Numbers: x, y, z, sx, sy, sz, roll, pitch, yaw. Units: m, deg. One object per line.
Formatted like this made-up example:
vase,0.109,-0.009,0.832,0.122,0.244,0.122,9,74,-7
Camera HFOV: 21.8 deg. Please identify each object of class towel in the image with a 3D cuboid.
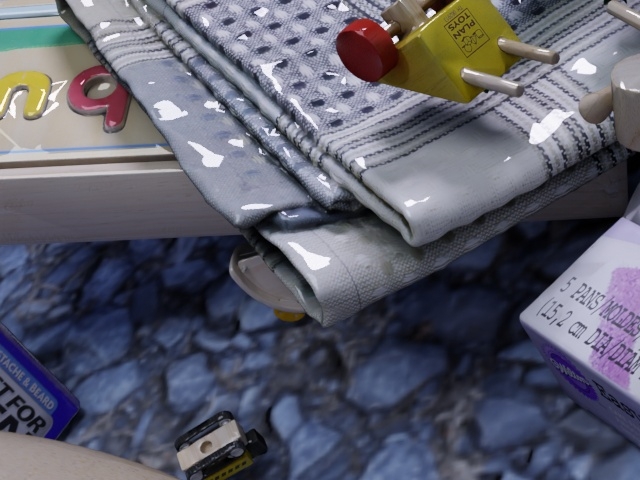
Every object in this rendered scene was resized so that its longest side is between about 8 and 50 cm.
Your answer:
towel,0.053,-0.127,0.839,0.324,0.056,0.312,-29,49,-15

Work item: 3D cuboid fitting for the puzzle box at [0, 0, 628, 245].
puzzle box,-0.039,-0.116,0.922,0.409,0.052,0.272,-3,47,9

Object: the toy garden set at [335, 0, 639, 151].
toy garden set,0.148,-0.101,0.724,0.244,0.049,0.204,24,53,36

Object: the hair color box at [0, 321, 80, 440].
hair color box,-0.308,0.172,0.900,0.185,0.110,0.339,14,59,46

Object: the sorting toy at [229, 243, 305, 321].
sorting toy,0.000,0.000,0.891,0.083,0.045,0.075,-15,33,14

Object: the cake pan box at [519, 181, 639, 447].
cake pan box,0.246,0.016,0.666,0.246,0.070,0.267,-41,38,-9

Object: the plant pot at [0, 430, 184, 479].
plant pot,-0.079,0.196,0.608,0.191,0.284,0.284,-7,34,-19

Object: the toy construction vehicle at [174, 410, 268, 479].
toy construction vehicle,-0.047,0.134,0.802,0.098,0.035,0.086,-34,49,8
